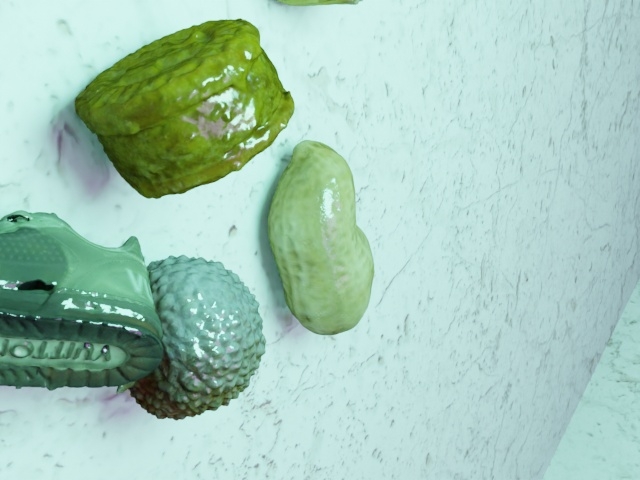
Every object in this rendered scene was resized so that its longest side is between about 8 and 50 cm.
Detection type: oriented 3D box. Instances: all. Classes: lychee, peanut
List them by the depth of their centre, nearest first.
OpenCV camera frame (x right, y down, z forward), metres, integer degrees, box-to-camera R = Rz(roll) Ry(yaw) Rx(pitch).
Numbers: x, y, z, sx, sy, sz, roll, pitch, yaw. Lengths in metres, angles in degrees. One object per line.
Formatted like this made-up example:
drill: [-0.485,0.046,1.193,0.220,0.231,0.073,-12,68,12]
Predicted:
lychee: [-0.139,0.095,0.642,0.197,0.165,0.165,-15,113,-58]
peanut: [0.000,0.000,0.826,0.137,0.122,0.253,-42,127,-47]

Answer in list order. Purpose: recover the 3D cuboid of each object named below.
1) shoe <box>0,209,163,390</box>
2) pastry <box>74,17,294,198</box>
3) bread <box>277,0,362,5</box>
shoe: [-0.273,0.031,0.517,0.293,0.149,0.109,14,126,-26]
pastry: [-0.121,-0.123,0.583,0.188,0.189,0.103,-48,129,-31]
bread: [0.011,-0.388,0.707,0.179,0.133,0.250,20,86,-56]
